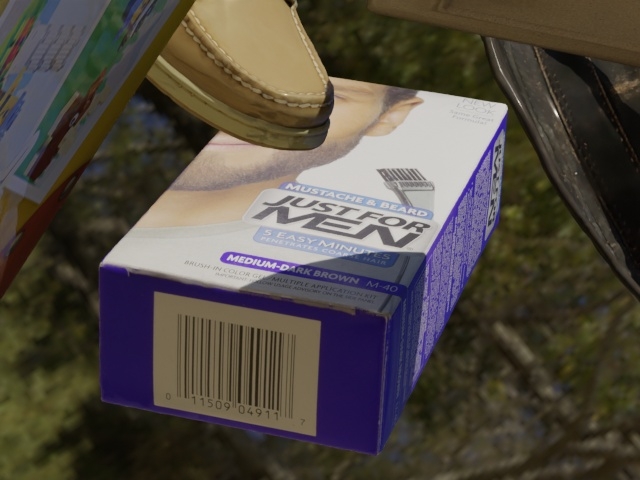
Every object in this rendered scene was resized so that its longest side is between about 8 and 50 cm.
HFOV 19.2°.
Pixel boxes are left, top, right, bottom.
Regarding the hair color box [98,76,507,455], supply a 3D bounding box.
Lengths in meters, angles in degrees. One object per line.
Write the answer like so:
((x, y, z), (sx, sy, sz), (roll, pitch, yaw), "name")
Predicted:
((0.000, 0.000, 1.264), (0.185, 0.339, 0.110), (10, -64, 13), "hair color box")

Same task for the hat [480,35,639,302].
((0.182, -0.074, 0.946), (0.134, 0.331, 0.331), (-35, -92, 14), "hat")

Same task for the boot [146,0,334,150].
((-0.036, -0.194, 0.980), (0.203, 0.095, 0.262), (-56, -132, 30), "boot")

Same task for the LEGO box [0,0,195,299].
((-0.112, -0.269, 0.366), (0.372, 0.193, 0.500), (36, -80, 3), "LEGO box")

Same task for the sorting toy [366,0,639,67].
((0.122, -0.110, 0.648), (0.348, 0.047, 0.196), (11, -16, -6), "sorting toy")
